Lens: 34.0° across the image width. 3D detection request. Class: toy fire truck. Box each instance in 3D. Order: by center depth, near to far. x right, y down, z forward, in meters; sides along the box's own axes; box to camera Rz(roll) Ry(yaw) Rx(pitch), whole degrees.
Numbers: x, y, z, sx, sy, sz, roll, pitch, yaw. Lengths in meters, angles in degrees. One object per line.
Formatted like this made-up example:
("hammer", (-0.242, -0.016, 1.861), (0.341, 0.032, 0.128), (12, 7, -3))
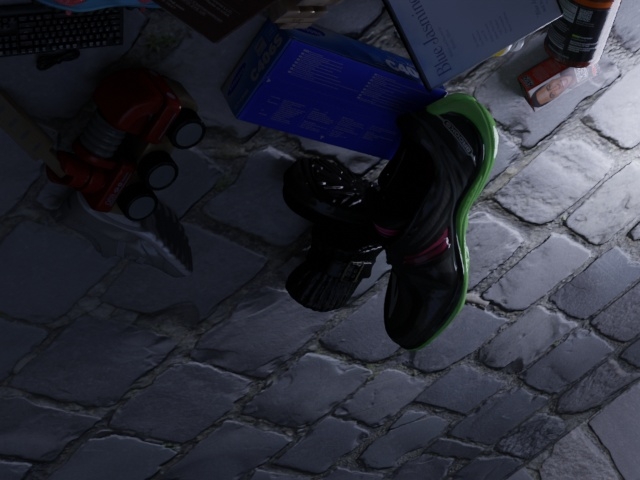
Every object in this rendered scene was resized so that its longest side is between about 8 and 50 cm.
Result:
("toy fire truck", (-0.331, -0.164, 1.518), (0.246, 0.158, 0.217), (11, 123, -49))

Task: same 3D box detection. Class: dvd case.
("dvd case", (0.242, -0.372, 1.653), (0.253, 0.022, 0.180), (-30, 118, 3))

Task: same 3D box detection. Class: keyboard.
("keyboard", (-0.361, -0.280, 1.441), (0.180, 0.023, 0.108), (-10, 141, -21))

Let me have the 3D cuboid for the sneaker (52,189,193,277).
("sneaker", (-0.322, -0.015, 1.745), (0.115, 0.105, 0.281), (-28, 137, 22))

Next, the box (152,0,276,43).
("box", (-0.042, -0.404, 1.206), (0.143, 0.191, 0.381), (32, 143, -32))

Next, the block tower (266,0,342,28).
("block tower", (0.045, -0.395, 1.377), (0.091, 0.097, 0.335), (-14, 169, -46))

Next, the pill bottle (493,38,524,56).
("pill bottle", (0.280, -0.339, 1.743), (0.116, 0.065, 0.065), (-5, 138, -27))

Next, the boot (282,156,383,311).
("boot", (0.002, 0.003, 1.926), (0.348, 0.131, 0.260), (18, 124, -45))

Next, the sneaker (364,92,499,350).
("sneaker", (0.157, -0.027, 1.807), (0.202, 0.185, 0.483), (-8, 120, -27))

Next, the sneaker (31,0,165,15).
("sneaker", (-0.280, -0.367, 1.346), (0.261, 0.104, 0.125), (-10, 126, -32))

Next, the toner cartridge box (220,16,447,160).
("toner cartridge box", (0.028, -0.242, 1.692), (0.347, 0.075, 0.165), (11, 128, -41))

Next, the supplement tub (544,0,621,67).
("supplement tub", (0.447, -0.394, 1.750), (0.106, 0.106, 0.198), (-14, 142, -18))

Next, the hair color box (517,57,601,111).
("hair color box", (0.436, -0.302, 1.907), (0.141, 0.043, 0.072), (-31, 145, 6))
